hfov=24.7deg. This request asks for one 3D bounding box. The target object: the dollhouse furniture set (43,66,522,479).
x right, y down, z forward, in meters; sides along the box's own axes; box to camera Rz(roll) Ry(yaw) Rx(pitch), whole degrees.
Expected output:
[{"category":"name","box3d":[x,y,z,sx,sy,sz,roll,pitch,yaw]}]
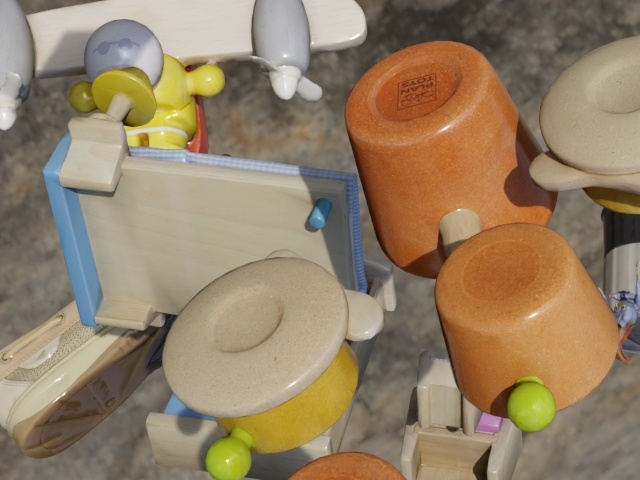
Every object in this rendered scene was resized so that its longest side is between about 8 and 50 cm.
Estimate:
[{"category":"dollhouse furniture set","box3d":[0.000,0.000,1.009,0.287,0.198,0.303,6,133,15]}]

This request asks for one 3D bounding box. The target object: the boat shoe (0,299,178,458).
[{"category":"boat shoe","box3d":[-0.174,0.060,1.393,0.341,0.110,0.121,-37,151,-20]}]

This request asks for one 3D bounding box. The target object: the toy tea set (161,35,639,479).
[{"category":"toy tea set","box3d":[0.056,0.046,0.654,0.336,0.200,0.124,-53,136,-26]}]

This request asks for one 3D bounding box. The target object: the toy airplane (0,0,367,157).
[{"category":"toy airplane","box3d":[-0.197,-0.222,1.668,0.386,0.384,0.272,-49,175,5]}]

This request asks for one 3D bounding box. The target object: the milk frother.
[{"category":"milk frother","box3d":[0.329,0.018,1.364,0.129,0.134,0.143,5,149,3]}]

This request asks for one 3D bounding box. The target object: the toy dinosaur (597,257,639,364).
[{"category":"toy dinosaur","box3d":[0.246,0.062,1.203,0.047,0.090,0.082,-12,167,33]}]
